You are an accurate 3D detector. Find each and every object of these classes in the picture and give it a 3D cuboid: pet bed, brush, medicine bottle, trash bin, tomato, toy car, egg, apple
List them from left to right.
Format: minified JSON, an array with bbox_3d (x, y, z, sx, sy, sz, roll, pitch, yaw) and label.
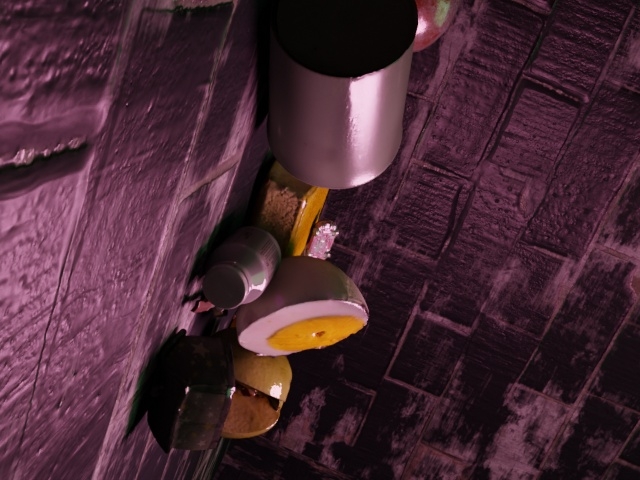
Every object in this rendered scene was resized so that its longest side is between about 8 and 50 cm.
[{"bbox_3d":[-0.275,0.310,1.494,0.183,0.159,0.211,-106,-149,-51],"label":"pet bed"},{"bbox_3d":[-0.231,0.134,1.602,0.084,0.071,0.301,-64,176,1],"label":"brush"},{"bbox_3d":[-0.210,0.371,1.904,0.292,0.254,0.292,-158,-90,-89],"label":"apple"},{"bbox_3d":[-0.169,0.061,1.535,0.215,0.135,0.135,-59,170,-67],"label":"medicine bottle"},{"bbox_3d":[-0.057,0.136,1.743,0.337,0.337,0.201,106,-27,-59],"label":"egg"},{"bbox_3d":[0.000,0.000,1.987,0.142,0.069,0.055,110,-32,-41],"label":"toy car"},{"bbox_3d":[0.032,-0.286,1.368,0.432,0.280,0.280,94,19,-69],"label":"trash bin"},{"bbox_3d":[0.267,-0.725,2.189,0.317,0.282,0.317,-62,-171,17],"label":"tomato"}]

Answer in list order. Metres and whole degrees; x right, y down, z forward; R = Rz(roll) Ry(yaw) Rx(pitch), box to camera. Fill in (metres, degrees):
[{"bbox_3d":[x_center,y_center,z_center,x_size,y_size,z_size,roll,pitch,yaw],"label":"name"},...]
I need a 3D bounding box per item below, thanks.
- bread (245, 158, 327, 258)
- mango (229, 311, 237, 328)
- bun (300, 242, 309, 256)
[{"bbox_3d":[-0.082,-0.084,1.888,0.324,0.143,0.333,-60,173,-53],"label":"bread"},{"bbox_3d":[-0.230,0.329,2.264,0.187,0.138,0.257,89,15,-51],"label":"mango"},{"bbox_3d":[-0.092,0.104,2.280,0.141,0.239,0.239,93,20,-75],"label":"bun"}]
